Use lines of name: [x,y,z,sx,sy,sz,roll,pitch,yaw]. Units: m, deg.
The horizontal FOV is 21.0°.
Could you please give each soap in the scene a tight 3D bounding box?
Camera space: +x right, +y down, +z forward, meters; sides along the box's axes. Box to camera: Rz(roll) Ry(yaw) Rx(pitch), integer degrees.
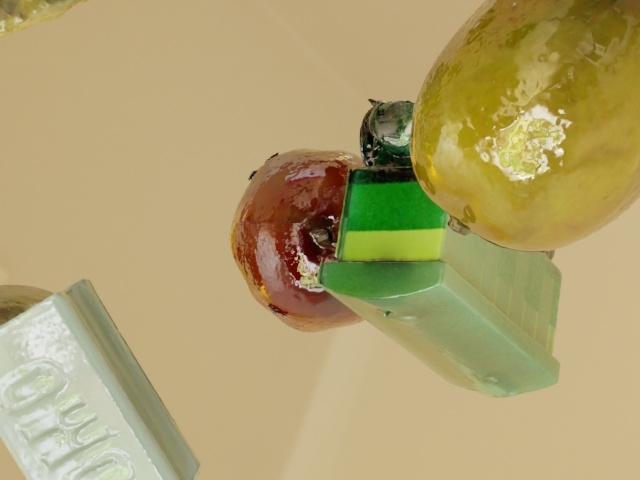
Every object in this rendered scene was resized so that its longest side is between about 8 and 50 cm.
soap: [-0.192,0.144,1.385,0.119,0.198,0.066,-30,-177,22]

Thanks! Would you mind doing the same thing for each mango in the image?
mango: [0.156,-0.098,0.919,0.262,0.130,0.167,-38,169,-34]

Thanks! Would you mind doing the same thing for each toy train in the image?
toy train: [0.117,0.001,1.442,0.120,0.301,0.202,-1,-112,29]

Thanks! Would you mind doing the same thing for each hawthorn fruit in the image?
hawthorn fruit: [0.000,0.000,1.646,0.185,0.185,0.202,-47,-179,0]

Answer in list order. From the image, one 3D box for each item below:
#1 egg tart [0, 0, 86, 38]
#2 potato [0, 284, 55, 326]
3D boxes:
egg tart: [-0.264,-0.262,1.231,0.294,0.123,0.294,-3,-132,3]
potato: [-0.363,0.104,1.886,0.269,0.112,0.255,-6,-165,11]
